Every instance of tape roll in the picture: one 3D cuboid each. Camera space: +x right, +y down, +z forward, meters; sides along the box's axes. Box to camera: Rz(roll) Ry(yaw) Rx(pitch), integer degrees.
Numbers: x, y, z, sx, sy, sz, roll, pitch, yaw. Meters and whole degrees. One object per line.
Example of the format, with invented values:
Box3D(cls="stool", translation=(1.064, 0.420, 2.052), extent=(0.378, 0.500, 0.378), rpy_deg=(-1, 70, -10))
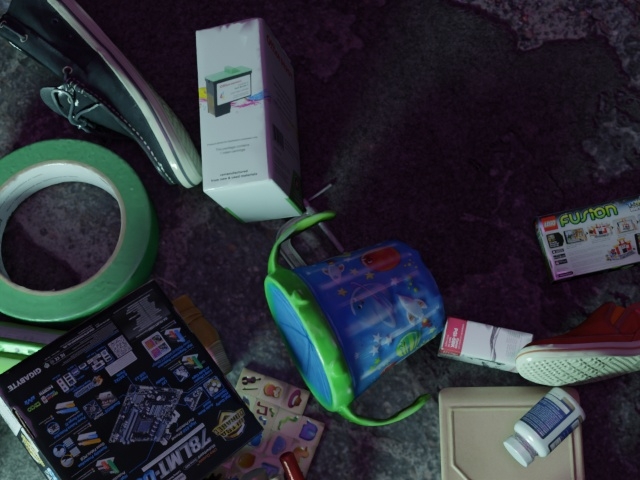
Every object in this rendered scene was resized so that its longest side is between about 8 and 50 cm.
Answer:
Box3D(cls="tape roll", translation=(-0.433, -0.011, 1.591), extent=(0.321, 0.077, 0.321), rpy_deg=(-1, 71, 1))

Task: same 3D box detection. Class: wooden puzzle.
Box3D(cls="wooden puzzle", translation=(0.299, 0.348, 1.500), extent=(0.221, 0.044, 0.238), rpy_deg=(-1, 71, 3))

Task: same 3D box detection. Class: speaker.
Box3D(cls="speaker", translation=(-0.459, 0.204, 1.527), extent=(0.297, 0.131, 0.131), rpy_deg=(8, 76, 5))

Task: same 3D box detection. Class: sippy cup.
Box3D(cls="sippy cup", translation=(0.063, 0.113, 1.487), extent=(0.224, 0.240, 0.305), rpy_deg=(-25, 118, -14))

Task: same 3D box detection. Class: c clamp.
Box3D(cls="c clamp", translation=(0.000, 0.000, 1.610), extent=(0.137, 0.022, 0.160), rpy_deg=(-31, 76, -5))

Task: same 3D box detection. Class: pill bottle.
Box3D(cls="pill bottle", translation=(0.339, 0.286, 1.459), extent=(0.120, 0.067, 0.067), rpy_deg=(-40, 77, -10))

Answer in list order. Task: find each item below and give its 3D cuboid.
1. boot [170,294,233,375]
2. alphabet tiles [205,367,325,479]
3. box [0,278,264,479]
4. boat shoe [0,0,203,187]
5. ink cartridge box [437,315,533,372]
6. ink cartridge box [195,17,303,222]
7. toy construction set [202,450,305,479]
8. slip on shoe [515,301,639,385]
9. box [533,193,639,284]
Box3D(cls="boot", translation=(-0.258, 0.190, 1.551), extent=(0.197, 0.073, 0.152), rpy_deg=(-28, 77, -17))
Box3D(cls="alphabet tiles", translation=(-0.112, 0.334, 1.537), extent=(0.198, 0.009, 0.237), rpy_deg=(19, 77, 8))
Box3D(cls="box", translation=(-0.282, 0.252, 1.416), extent=(0.295, 0.073, 0.293), rpy_deg=(-35, 85, -32))
Box3D(cls="boat shoe", translation=(-0.375, -0.251, 1.618), extent=(0.156, 0.187, 0.500), rpy_deg=(-42, 72, -3))
Box3D(cls="ink cartridge box", translation=(0.259, 0.166, 1.515), extent=(0.135, 0.099, 0.056), rpy_deg=(12, 78, 6))
Box3D(cls="ink cartridge box", translation=(-0.113, -0.191, 1.567), extent=(0.117, 0.201, 0.278), rpy_deg=(-8, 75, 12))
Box3D(cls="toy construction set", translation=(-0.131, 0.486, 1.413), extent=(0.309, 0.257, 0.237), rpy_deg=(-25, 98, -8))
Box3D(cls="slip on shoe", translation=(0.437, 0.151, 1.476), extent=(0.331, 0.123, 0.101), rpy_deg=(-9, 62, -22))
Box3D(cls="box", translation=(0.468, -0.005, 1.581), extent=(0.207, 0.036, 0.114), rpy_deg=(-12, 75, 0))
